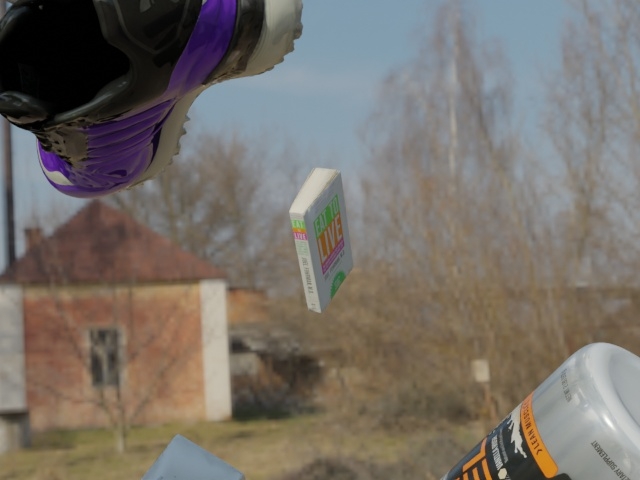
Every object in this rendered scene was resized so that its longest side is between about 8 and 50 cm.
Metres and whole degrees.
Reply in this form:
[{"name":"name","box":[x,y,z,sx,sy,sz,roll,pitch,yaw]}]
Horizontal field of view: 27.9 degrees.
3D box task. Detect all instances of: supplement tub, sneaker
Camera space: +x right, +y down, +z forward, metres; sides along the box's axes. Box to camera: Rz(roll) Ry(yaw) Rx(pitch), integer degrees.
[{"name":"supplement tub","box":[0.127,0.158,0.720,0.190,0.117,0.117,-49,-28,23]},{"name":"sneaker","box":[-0.142,-0.098,0.766,0.146,0.102,0.293,-16,-10,-35]}]

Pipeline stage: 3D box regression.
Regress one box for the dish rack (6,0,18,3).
[{"name":"dish rack","box":[-0.238,-0.274,0.943,0.333,0.072,0.285,24,-20,-1]}]

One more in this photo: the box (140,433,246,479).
[{"name":"box","box":[-0.142,0.312,1.367,0.091,0.130,0.170,27,-29,23]}]

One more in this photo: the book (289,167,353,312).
[{"name":"book","box":[0.000,0.000,1.533,0.035,0.144,0.096,7,39,24]}]
